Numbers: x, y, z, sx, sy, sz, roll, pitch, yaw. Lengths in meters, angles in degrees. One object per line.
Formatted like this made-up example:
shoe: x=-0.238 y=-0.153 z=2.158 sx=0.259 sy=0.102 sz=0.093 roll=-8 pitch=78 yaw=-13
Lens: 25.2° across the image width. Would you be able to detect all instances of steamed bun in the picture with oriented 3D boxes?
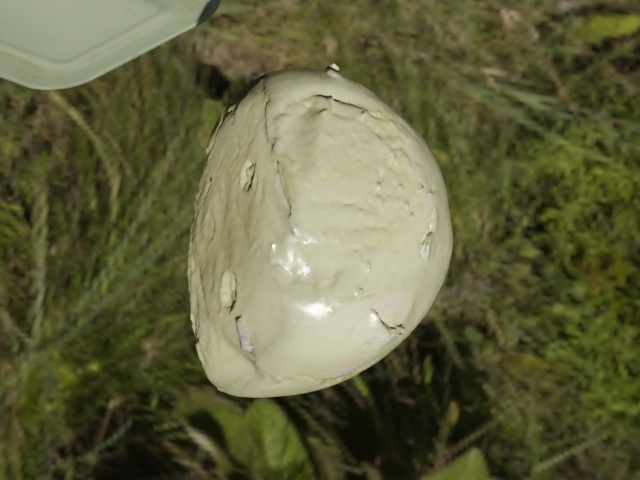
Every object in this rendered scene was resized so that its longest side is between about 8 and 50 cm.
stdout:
steamed bun: x=0.000 y=0.000 z=0.569 sx=0.112 sy=0.091 sz=0.130 roll=-44 pitch=-136 yaw=52

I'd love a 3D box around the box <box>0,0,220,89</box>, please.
box: x=-0.231 y=-0.300 z=0.816 sx=0.352 sy=0.177 sz=0.344 roll=18 pitch=53 yaw=-58
